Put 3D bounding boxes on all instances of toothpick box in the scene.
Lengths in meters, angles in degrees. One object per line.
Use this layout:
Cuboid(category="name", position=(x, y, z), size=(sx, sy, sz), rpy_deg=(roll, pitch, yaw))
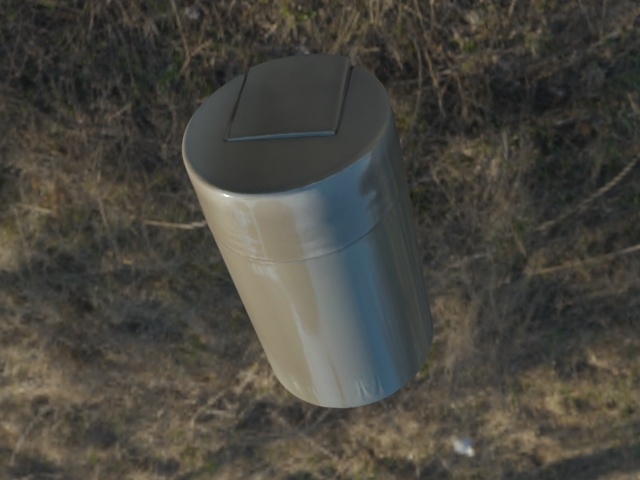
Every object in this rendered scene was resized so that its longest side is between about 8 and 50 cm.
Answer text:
Cuboid(category="toothpick box", position=(0.000, 0.000, 0.539), size=(0.111, 0.111, 0.181), rpy_deg=(-9, 135, 8))
